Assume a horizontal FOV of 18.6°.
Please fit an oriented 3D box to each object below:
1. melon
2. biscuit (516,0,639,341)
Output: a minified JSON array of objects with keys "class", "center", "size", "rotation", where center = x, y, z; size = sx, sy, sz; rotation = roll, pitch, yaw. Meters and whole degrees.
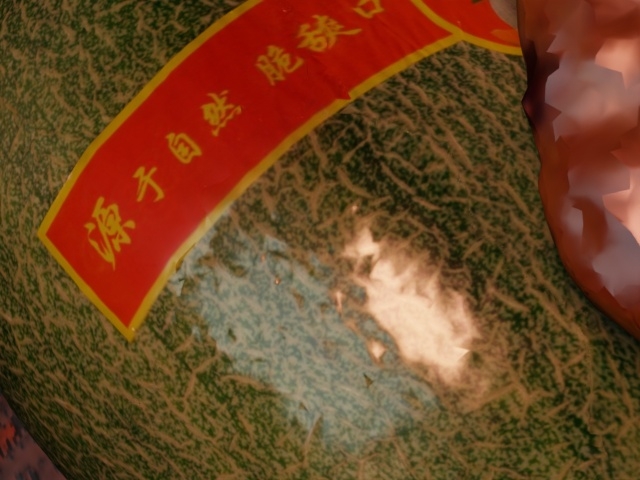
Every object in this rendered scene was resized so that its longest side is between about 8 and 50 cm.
[{"class":"melon","center":[0.000,0.000,0.510],"size":[0.287,0.182,0.182],"rotation":[41,118,26]},{"class":"biscuit","center":[0.195,-0.088,0.357],"size":[0.359,0.046,0.359],"rotation":[-4,78,22]}]
